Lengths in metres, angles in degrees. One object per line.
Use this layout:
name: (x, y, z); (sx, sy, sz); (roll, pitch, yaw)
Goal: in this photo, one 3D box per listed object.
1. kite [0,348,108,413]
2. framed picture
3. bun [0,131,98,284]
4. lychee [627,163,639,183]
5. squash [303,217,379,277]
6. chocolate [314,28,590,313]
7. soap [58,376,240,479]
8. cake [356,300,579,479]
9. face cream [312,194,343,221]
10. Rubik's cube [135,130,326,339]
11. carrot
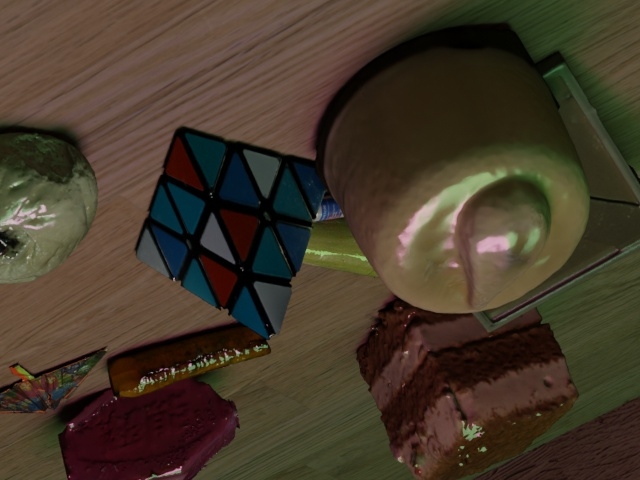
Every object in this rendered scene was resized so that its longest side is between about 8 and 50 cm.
kite: (-0.422, 0.219, 2.068); (0.241, 0.014, 0.183); (-24, 151, 0)
framed picture: (0.291, -0.052, 1.979); (0.326, 0.028, 0.446); (-30, 137, 13)
bun: (-0.354, -0.023, 1.555); (0.221, 0.108, 0.221); (-19, 154, -10)
lychee: (0.445, -0.068, 2.120); (0.147, 0.114, 0.114); (-3, 149, -18)
squash: (0.000, 0.000, 1.918); (0.224, 0.094, 0.094); (5, 142, -35)
chocolate: (0.179, -0.052, 1.691); (0.314, 0.297, 0.326); (-28, 146, 11)
soap: (-0.270, 0.319, 2.196); (0.289, 0.182, 0.112); (-11, 150, -12)
cake: (0.251, 0.234, 2.342); (0.282, 0.290, 0.255); (-13, 154, -26)
face cream: (0.005, -0.045, 1.891); (0.130, 0.034, 0.034); (-8, 150, -27)
Rubik's cube: (-0.175, -0.024, 1.745); (0.234, 0.284, 0.250); (-16, 136, 37)
carrot: (-0.202, 0.185, 2.124); (0.260, 0.070, 0.070); (-14, 153, -19)
